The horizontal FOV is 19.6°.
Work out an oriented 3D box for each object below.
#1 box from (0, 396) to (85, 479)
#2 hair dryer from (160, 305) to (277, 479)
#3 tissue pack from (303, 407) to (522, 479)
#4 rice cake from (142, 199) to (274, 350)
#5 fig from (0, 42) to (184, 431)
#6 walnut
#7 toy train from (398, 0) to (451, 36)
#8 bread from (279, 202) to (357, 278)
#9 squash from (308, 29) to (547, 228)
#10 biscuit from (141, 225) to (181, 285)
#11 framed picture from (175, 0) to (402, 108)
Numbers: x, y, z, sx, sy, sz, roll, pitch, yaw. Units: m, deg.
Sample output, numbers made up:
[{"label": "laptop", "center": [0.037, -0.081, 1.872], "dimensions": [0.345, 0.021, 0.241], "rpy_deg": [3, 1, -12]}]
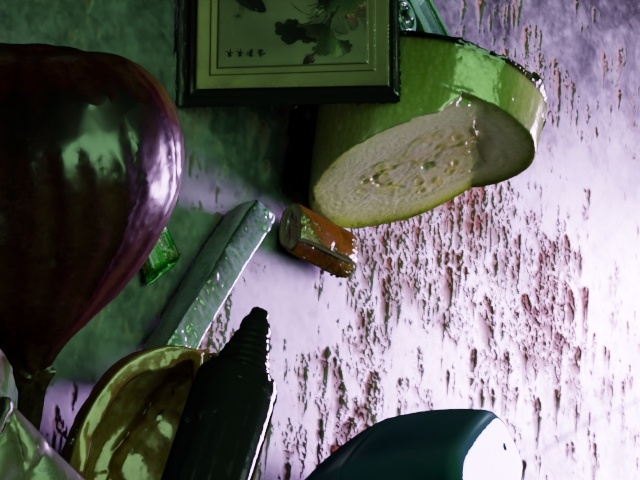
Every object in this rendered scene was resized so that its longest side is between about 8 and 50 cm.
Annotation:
[{"label": "box", "center": [-0.266, 0.250, 1.106], "dimensions": [0.190, 0.297, 0.225], "rpy_deg": [49, 48, -29]}, {"label": "hair dryer", "center": [-0.066, 0.189, 1.067], "dimensions": [0.189, 0.107, 0.352], "rpy_deg": [51, 42, -35]}, {"label": "tissue pack", "center": [0.088, 0.298, 1.580], "dimensions": [0.198, 0.206, 0.287], "rpy_deg": [-42, 114, -60]}, {"label": "rice cake", "center": [-0.098, 0.047, 1.544], "dimensions": [0.034, 0.043, 0.211], "rpy_deg": [49, 48, -23]}, {"label": "fig", "center": [-0.205, 0.017, 1.345], "dimensions": [0.217, 0.217, 0.321], "rpy_deg": [-19, 115, -49]}, {"label": "walnut", "center": [-0.141, 0.174, 1.425], "dimensions": [0.167, 0.087, 0.211], "rpy_deg": [44, 65, -33]}, {"label": "toy train", "center": [0.092, -0.186, 1.800], "dimensions": [0.170, 0.071, 0.111], "rpy_deg": [60, 37, -19]}, {"label": "bread", "center": [0.000, 0.000, 1.672], "dimensions": [0.083, 0.036, 0.047], "rpy_deg": [27, 59, -45]}, {"label": "squash", "center": [0.100, -0.094, 1.670], "dimensions": [0.220, 0.220, 0.133], "rpy_deg": [29, 56, -41]}, {"label": "biscuit", "center": [-0.144, -0.012, 1.525], "dimensions": [0.046, 0.016, 0.089], "rpy_deg": [-33, 105, -46]}, {"label": "framed picture", "center": [-0.028, -0.209, 1.602], "dimensions": [0.010, 0.195, 0.199], "rpy_deg": [74, 15, -75]}]
